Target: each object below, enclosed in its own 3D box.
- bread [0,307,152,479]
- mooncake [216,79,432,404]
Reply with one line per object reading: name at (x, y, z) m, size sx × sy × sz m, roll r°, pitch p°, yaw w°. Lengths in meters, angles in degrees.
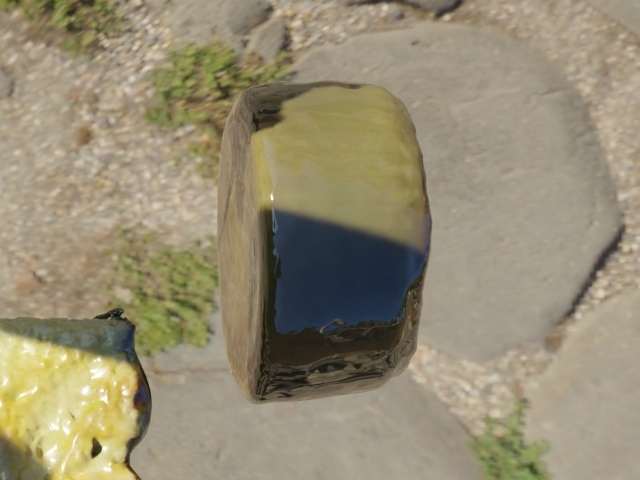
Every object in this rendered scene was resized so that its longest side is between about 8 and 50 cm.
bread at (-0.237, 0.137, 0.973) m, size 0.133 × 0.252 × 0.174 m, roll 21°, pitch 63°, yaw -45°
mooncake at (0.000, 0.000, 1.252) m, size 0.156 × 0.284 × 0.284 m, roll 0°, pitch 87°, yaw -11°
